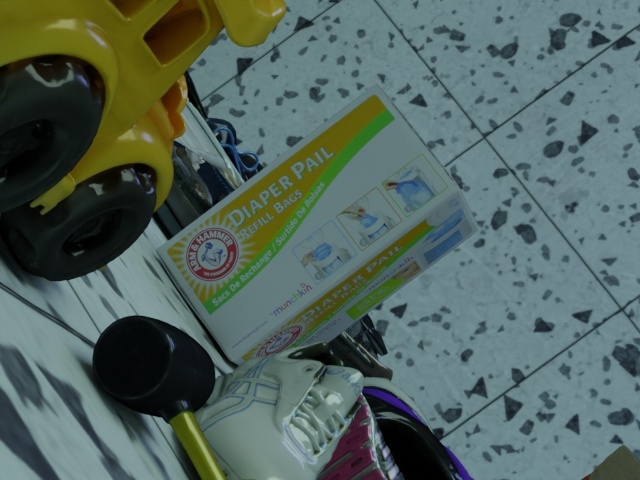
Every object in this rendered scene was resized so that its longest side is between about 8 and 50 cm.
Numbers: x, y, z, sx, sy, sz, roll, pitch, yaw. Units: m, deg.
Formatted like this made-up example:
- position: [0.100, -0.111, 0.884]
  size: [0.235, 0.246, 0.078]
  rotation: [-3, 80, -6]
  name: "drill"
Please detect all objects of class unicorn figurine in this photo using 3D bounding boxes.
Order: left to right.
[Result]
- position: [-0.141, -0.072, 1.521]
  size: [0.111, 0.060, 0.162]
  rotation: [54, 17, -49]
  name: "unicorn figurine"

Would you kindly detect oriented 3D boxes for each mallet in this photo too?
- position: [-0.032, 0.116, 0.623]
  size: [0.189, 0.039, 0.062]
  rotation: [58, 5, 11]
  name: "mallet"

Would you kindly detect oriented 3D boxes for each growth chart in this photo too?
- position: [-0.152, -0.130, 1.422]
  size: [0.172, 0.021, 0.237]
  rotation: [56, 10, 28]
  name: "growth chart"

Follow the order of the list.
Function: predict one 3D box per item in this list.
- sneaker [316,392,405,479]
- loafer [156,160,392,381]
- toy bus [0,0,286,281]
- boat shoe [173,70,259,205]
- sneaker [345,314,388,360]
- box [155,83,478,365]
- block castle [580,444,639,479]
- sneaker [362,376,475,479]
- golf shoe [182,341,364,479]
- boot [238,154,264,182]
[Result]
- position: [0.031, 0.167, 1.017]
  size: [0.075, 0.063, 0.170]
  rotation: [53, 6, -47]
  name: "sneaker"
- position: [-0.043, 0.036, 1.259]
  size: [0.267, 0.084, 0.096]
  rotation: [54, 1, 4]
  name: "loafer"
- position: [-0.087, -0.111, 0.608]
  size: [0.149, 0.211, 0.220]
  rotation: [53, -1, 21]
  name: "toy bus"
- position: [-0.143, -0.120, 1.832]
  size: [0.258, 0.089, 0.109]
  rotation: [55, 1, 25]
  name: "boat shoe"
- position: [0.019, 0.055, 1.356]
  size: [0.153, 0.101, 0.268]
  rotation: [59, -27, -8]
  name: "sneaker"
- position: [0.000, 0.000, 1.103]
  size: [0.103, 0.203, 0.114]
  rotation: [54, 2, 20]
  name: "box"
- position: [0.318, 0.244, 0.890]
  size: [0.213, 0.453, 0.303]
  rotation: [43, 8, -47]
  name: "block castle"
- position: [0.096, 0.229, 1.095]
  size: [0.293, 0.102, 0.146]
  rotation: [48, 2, 5]
  name: "sneaker"
- position: [-0.018, 0.087, 0.726]
  size: [0.069, 0.086, 0.176]
  rotation: [56, 2, -15]
  name: "golf shoe"
- position: [-0.076, -0.006, 2.014]
  size: [0.246, 0.083, 0.161]
  rotation: [60, -7, -14]
  name: "boot"
